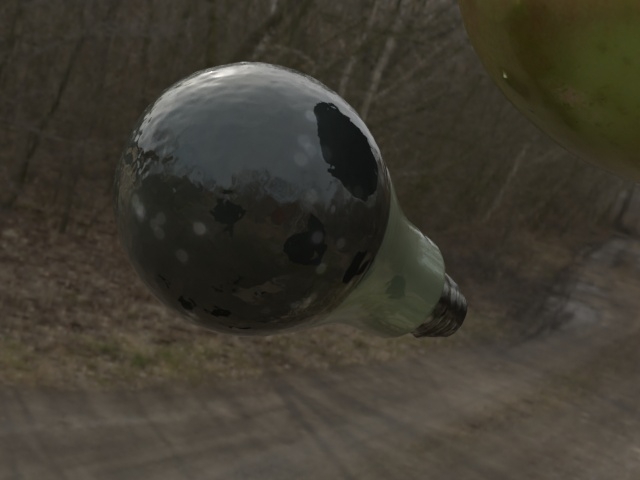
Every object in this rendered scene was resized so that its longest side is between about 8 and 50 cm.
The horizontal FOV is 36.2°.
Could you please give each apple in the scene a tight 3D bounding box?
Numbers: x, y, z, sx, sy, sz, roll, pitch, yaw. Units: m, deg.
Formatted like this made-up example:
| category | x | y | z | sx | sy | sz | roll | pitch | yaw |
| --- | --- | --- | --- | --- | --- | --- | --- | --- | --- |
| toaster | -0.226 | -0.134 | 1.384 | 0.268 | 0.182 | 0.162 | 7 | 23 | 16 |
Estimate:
| category | x | y | z | sx | sy | sz | roll | pitch | yaw |
| --- | --- | --- | --- | --- | --- | --- | --- | --- | --- |
| apple | 0.258 | -0.182 | 0.663 | 0.319 | 0.319 | 0.277 | 23 | -24 | 45 |

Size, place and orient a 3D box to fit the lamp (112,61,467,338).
| category | x | y | z | sx | sy | sz | roll | pitch | yaw |
| --- | --- | --- | --- | --- | --- | --- | --- | --- | --- |
| lamp | -0.012 | -0.014 | 0.704 | 0.182 | 0.182 | 0.314 | 20 | -1 | 32 |
